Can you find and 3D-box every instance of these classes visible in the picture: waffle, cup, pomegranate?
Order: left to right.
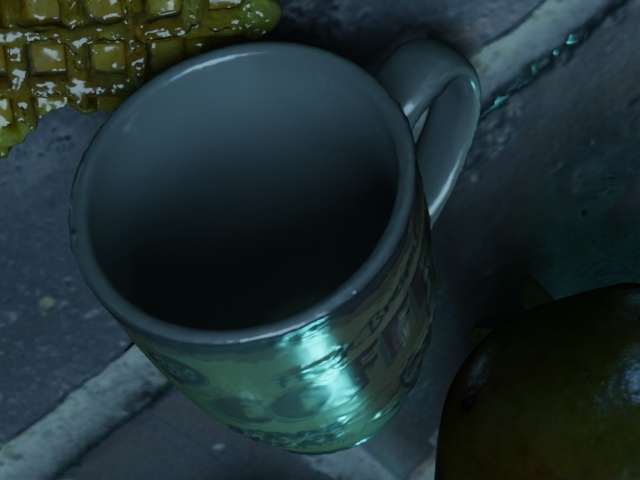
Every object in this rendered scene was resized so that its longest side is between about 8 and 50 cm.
[{"bbox_3d":[-0.175,-0.158,1.187,0.291,0.051,0.291,-2,126,-3],"label":"waffle"},{"bbox_3d":[0.000,0.000,1.220,0.301,0.227,0.257,-45,151,-14],"label":"cup"},{"bbox_3d":[0.218,0.154,1.225,0.291,0.323,0.291,5,113,11],"label":"pomegranate"}]
